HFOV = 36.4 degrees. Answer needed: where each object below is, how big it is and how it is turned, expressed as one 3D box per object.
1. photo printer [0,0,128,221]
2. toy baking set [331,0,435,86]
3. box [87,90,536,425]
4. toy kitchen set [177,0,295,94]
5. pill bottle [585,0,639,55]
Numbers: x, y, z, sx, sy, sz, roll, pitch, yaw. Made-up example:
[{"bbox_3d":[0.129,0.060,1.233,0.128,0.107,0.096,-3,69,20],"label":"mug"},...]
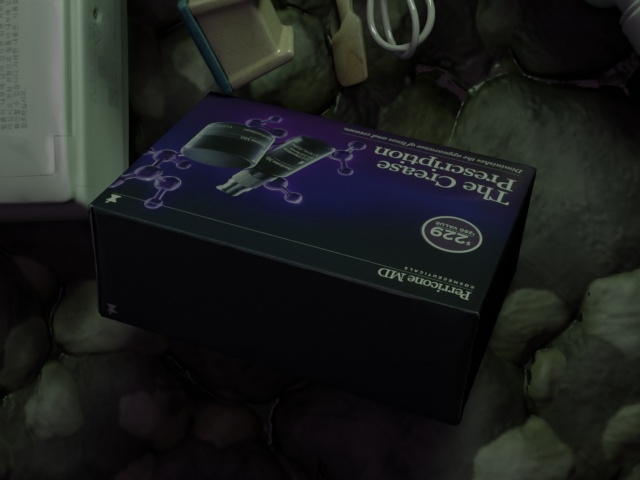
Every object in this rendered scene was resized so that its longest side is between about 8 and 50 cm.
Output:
[{"bbox_3d":[-0.315,-0.141,0.819,0.307,0.107,0.256,-1,90,18],"label":"photo printer"},{"bbox_3d":[0.053,-0.248,0.725,0.256,0.030,0.197,-48,60,35],"label":"toy baking set"},{"bbox_3d":[0.000,0.000,0.684,0.261,0.184,0.103,15,130,15],"label":"box"},{"bbox_3d":[-0.104,-0.235,0.777,0.122,0.207,0.166,-18,128,14],"label":"toy kitchen set"},{"bbox_3d":[0.215,-0.227,0.683,0.108,0.108,0.180,-30,81,12],"label":"pill bottle"}]
